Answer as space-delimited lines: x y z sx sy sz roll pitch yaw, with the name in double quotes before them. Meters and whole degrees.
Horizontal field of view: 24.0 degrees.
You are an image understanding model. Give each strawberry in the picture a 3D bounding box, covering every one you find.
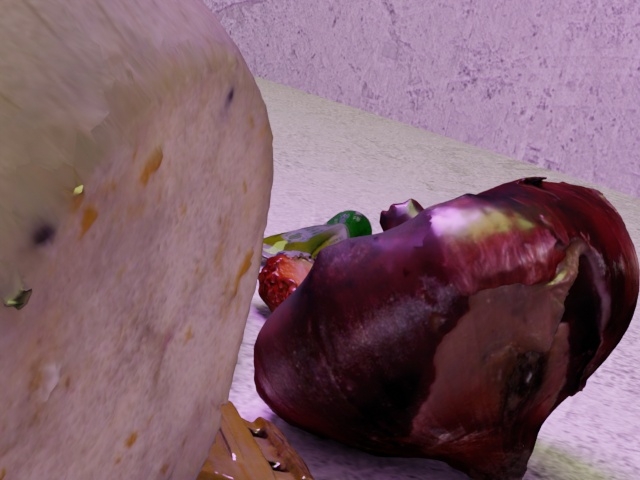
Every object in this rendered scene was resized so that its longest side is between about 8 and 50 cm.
"strawberry" -0.002 0.057 1.306 0.104 0.048 0.152 16 22 -28

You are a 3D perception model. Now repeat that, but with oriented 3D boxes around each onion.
"onion" 0.094 0.072 0.996 0.272 0.195 0.272 -26 -10 -5

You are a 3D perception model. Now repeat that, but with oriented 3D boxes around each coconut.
"coconut" -0.219 -0.004 0.575 0.360 0.346 0.346 18 12 15

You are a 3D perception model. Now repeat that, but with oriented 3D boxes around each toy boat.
"toy boat" -0.052 0.128 0.828 0.088 0.068 0.226 16 7 -16

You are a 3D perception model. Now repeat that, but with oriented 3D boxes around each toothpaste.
"toothpaste" 0.000 0.000 1.607 0.078 0.046 0.248 13 12 20
